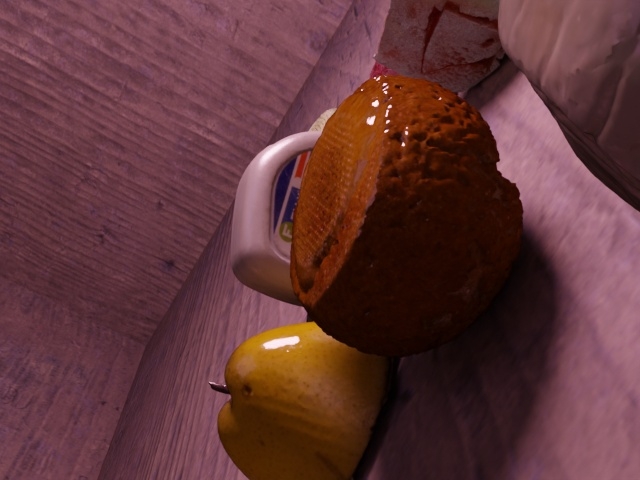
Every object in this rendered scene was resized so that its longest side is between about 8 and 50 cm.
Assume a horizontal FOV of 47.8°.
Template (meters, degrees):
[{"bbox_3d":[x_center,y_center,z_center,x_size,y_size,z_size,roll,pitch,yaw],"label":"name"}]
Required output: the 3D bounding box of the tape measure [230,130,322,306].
[{"bbox_3d":[0.006,-0.028,1.042,0.130,0.265,0.258,141,148,-65],"label":"tape measure"}]

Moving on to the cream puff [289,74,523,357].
[{"bbox_3d":[0.092,-0.018,0.766,0.303,0.212,0.303,-55,24,39],"label":"cream puff"}]

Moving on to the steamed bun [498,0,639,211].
[{"bbox_3d":[0.234,-0.145,0.432,0.247,0.236,0.383,-55,14,28],"label":"steamed bun"}]

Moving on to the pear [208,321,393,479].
[{"bbox_3d":[-0.038,0.192,0.888,0.267,0.178,0.267,-51,20,27],"label":"pear"}]

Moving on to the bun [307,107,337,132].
[{"bbox_3d":[0.023,-0.187,1.556,0.195,0.118,0.195,-49,22,28],"label":"bun"}]

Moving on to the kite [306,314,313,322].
[{"bbox_3d":[0.000,0.000,1.201,0.335,0.011,0.314,-37,-44,-59],"label":"kite"}]

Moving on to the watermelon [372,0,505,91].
[{"bbox_3d":[0.209,-0.339,1.104,0.262,0.212,0.201,-71,0,-57],"label":"watermelon"}]

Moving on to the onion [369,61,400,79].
[{"bbox_3d":[0.153,-0.283,1.271,0.227,0.120,0.283,-63,13,13],"label":"onion"}]
